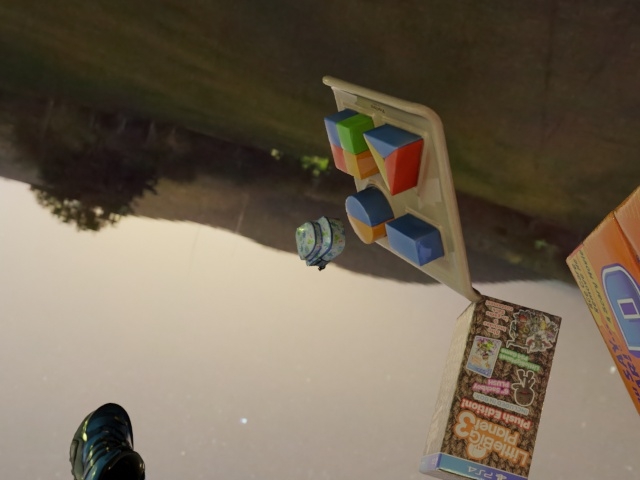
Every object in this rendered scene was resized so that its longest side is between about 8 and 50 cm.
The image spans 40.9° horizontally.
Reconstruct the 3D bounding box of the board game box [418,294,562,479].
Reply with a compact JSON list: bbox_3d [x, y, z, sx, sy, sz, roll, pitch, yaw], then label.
[{"bbox_3d":[0.281,0.267,1.447,0.141,0.291,0.232,16,164,4],"label":"board game box"}]

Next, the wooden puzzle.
[{"bbox_3d":[0.111,-0.081,1.384,0.080,0.348,0.322,-28,-152,-16],"label":"wooden puzzle"}]

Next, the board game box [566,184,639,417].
[{"bbox_3d":[0.463,0.072,0.660,0.356,0.356,0.356,-21,165,-3],"label":"board game box"}]

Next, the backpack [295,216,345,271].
[{"bbox_3d":[0.000,0.000,1.976,0.084,0.105,0.114,10,149,-37],"label":"backpack"}]

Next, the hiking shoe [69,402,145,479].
[{"bbox_3d":[-0.304,0.345,1.283,0.113,0.132,0.304,40,-160,-27],"label":"hiking shoe"}]
